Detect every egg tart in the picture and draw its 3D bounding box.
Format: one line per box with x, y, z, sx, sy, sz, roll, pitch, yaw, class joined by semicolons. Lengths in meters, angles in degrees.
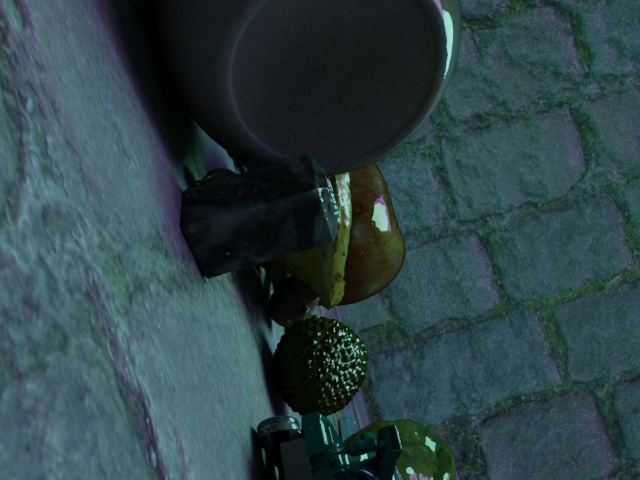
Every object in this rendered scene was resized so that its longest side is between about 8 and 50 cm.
-0.015;-0.043;1.273;0.319;0.128;0.319;1;90;-89;egg tart

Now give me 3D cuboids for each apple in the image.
0.024;-0.028;1.632;0.348;0.276;0.349;-17;90;-84;apple

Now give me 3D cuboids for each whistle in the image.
-0.058;0.088;1.397;0.057;0.107;0.220;44;2;-22;whistle

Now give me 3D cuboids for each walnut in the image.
0.149;0.493;1.506;0.277;0.253;0.282;-97;171;-73;walnut

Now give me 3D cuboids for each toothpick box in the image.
-0.026;-0.328;1.061;0.425;0.408;0.409;-111;-178;-49;toothpick box

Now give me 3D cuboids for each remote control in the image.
0.080;0.527;1.939;0.244;0.047;0.087;-99;170;-72;remote control

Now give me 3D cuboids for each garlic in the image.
-0.133;-0.042;1.064;0.152;0.066;0.084;64;38;-51;garlic

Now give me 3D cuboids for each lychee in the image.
-0.006;0.203;1.229;0.171;0.171;0.171;-16;90;-86;lychee

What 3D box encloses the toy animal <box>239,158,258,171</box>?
-0.112;-0.175;1.505;0.236;0.108;0.138;66;9;-70;toy animal

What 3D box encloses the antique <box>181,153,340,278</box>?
-0.070;-0.032;0.952;0.088;0.183;0.086;-102;175;-53;antique

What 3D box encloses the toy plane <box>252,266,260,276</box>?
-0.120;0.006;1.173;0.102;0.040;0.111;56;-2;11;toy plane

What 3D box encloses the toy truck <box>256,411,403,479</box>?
0.033;0.346;1.025;0.363;0.177;0.177;74;2;-54;toy truck

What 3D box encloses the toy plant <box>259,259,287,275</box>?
-0.081;-0.004;1.408;0.162;0.092;0.093;-97;172;-46;toy plant

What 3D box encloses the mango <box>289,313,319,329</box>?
-0.030;0.202;1.528;0.187;0.066;0.101;-50;133;-79;mango
